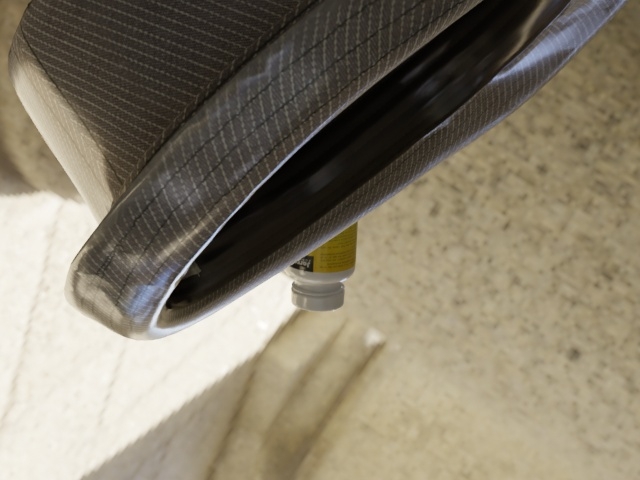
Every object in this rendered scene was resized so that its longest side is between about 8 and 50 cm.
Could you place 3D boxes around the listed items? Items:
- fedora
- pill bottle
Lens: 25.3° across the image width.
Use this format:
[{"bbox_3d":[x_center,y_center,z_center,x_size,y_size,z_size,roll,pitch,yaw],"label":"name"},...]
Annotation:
[{"bbox_3d":[-0.004,-0.084,0.518,0.275,0.124,0.243,-35,171,-30],"label":"fedora"},{"bbox_3d":[0.000,0.000,1.246,0.065,0.065,0.116,-32,128,-61],"label":"pill bottle"}]
